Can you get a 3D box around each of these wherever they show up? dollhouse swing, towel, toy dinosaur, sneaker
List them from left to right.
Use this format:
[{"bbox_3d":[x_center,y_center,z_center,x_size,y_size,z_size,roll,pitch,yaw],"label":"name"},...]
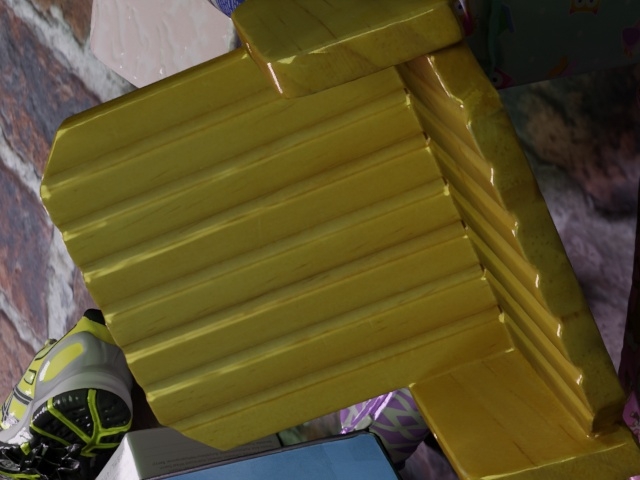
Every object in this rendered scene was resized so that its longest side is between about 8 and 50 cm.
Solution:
[{"bbox_3d":[-0.324,0.370,1.972,0.321,0.218,0.164,-1,51,28],"label":"toy dinosaur"},{"bbox_3d":[-0.324,0.211,2.033,0.384,0.145,0.147,-35,40,50],"label":"sneaker"},{"bbox_3d":[-0.154,-0.319,1.786,0.317,0.053,0.332,34,121,46],"label":"towel"},{"bbox_3d":[-0.011,0.028,1.123,0.315,0.305,0.347,-120,5,-70],"label":"dollhouse swing"}]

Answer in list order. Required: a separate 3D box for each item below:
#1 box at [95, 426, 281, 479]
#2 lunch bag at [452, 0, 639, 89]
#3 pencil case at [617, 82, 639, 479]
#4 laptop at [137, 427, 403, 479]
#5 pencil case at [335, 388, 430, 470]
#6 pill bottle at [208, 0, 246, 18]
[{"bbox_3d":[-0.144,0.289,1.723,0.181,0.181,0.119,-53,52,41],"label":"box"},{"bbox_3d":[0.139,-0.235,1.246,0.262,0.223,0.160,42,135,43],"label":"lunch bag"},{"bbox_3d":[0.284,0.067,1.138,0.167,0.160,0.386,-102,16,-78],"label":"pencil case"},{"bbox_3d":[-0.049,0.429,1.445,0.382,0.236,0.408,-19,47,42],"label":"laptop"},{"bbox_3d":[0.087,0.119,1.470,0.086,0.088,0.206,57,134,31],"label":"pencil case"},{"bbox_3d":[-0.030,-0.243,1.574,0.186,0.112,0.112,41,125,44],"label":"pill bottle"}]
